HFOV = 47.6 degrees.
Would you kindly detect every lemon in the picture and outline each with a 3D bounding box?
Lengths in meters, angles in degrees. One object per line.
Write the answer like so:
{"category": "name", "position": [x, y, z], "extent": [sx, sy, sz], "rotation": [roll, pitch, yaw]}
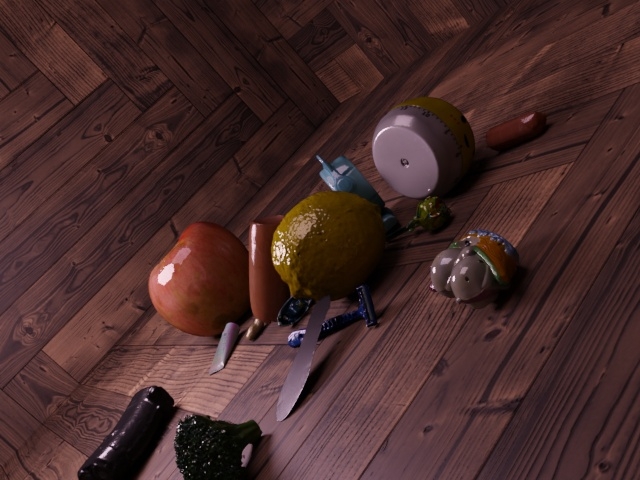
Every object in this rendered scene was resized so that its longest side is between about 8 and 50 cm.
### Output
{"category": "lemon", "position": [0.024, 0.009, 1.817], "extent": [0.322, 0.268, 0.268], "rotation": [-52, 17, -19]}

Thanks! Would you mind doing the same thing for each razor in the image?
{"category": "razor", "position": [0.030, 0.197, 1.705], "extent": [0.056, 0.093, 0.324], "rotation": [-1, -21, -39]}
{"category": "razor", "position": [-0.549, 0.562, 2.071], "extent": [0.189, 0.107, 0.327], "rotation": [-33, 16, 35]}

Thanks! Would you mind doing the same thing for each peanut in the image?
{"category": "peanut", "position": [-0.190, 0.258, 2.131], "extent": [0.037, 0.037, 0.083], "rotation": [-25, 27, 51]}

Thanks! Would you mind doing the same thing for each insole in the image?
{"category": "insole", "position": [-0.037, 0.260, 1.639], "extent": [0.109, 0.007, 0.322], "rotation": [-31, 31, 50]}

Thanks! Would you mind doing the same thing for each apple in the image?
{"category": "apple", "position": [-0.380, 0.137, 2.417], "extent": [0.364, 0.364, 0.364], "rotation": [-40, 15, 13]}

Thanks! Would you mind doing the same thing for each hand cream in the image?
{"category": "hand cream", "position": [-0.292, 0.329, 2.200], "extent": [0.076, 0.047, 0.174], "rotation": [-32, 27, 36]}

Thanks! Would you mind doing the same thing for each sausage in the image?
{"category": "sausage", "position": [0.489, -0.272, 1.790], "extent": [0.169, 0.065, 0.065], "rotation": [-20, 27, 55]}
{"category": "sausage", "position": [-0.141, 0.084, 2.037], "extent": [0.121, 0.304, 0.121], "rotation": [0, 14, 0]}

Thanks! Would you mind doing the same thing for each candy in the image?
{"category": "candy", "position": [0.229, -0.038, 1.824], "extent": [0.262, 0.073, 0.077], "rotation": [-32, 28, 58]}

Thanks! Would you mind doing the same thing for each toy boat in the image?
{"category": "toy boat", "position": [-0.068, 0.183, 1.967], "extent": [0.137, 0.060, 0.061], "rotation": [-44, -7, -19]}

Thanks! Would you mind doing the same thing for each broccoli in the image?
{"category": "broccoli", "position": [-0.202, 0.436, 1.509], "extent": [0.220, 0.194, 0.194], "rotation": [-61, 2, 34]}

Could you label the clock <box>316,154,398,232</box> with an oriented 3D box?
{"category": "clock", "position": [0.094, -0.138, 2.022], "extent": [0.094, 0.274, 0.223], "rotation": [-39, 16, 2]}

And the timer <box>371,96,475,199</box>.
{"category": "timer", "position": [0.296, -0.263, 1.910], "extent": [0.285, 0.285, 0.285], "rotation": [-40, 15, 13]}

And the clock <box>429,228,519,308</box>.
{"category": "clock", "position": [0.279, 0.055, 1.331], "extent": [0.144, 0.103, 0.231], "rotation": [-46, 12, -6]}
